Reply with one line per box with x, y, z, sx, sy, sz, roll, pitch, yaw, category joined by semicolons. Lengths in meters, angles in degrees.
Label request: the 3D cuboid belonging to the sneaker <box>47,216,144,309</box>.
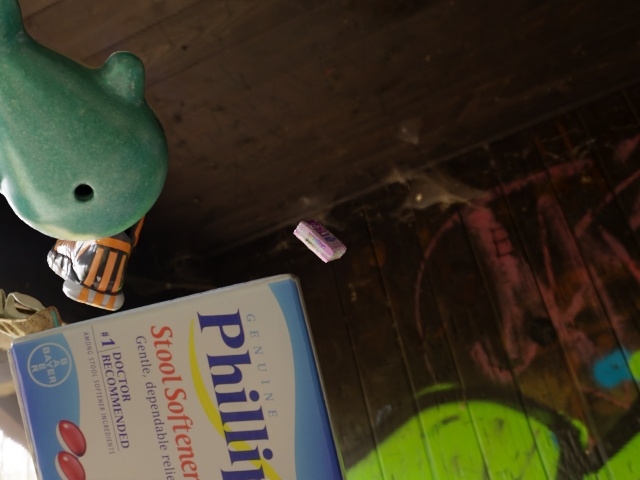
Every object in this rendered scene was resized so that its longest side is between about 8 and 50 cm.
-0.359;-0.009;1.266;0.124;0.180;0.321;19;3;-30;sneaker

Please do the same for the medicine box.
-0.134;0.192;0.797;0.289;0.263;0.149;-14;-3;0;medicine box

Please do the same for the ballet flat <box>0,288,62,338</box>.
-0.467;0.106;1.133;0.206;0.067;0.073;8;12;19;ballet flat

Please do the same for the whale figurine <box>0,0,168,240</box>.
-0.266;-0.113;0.748;0.216;0.141;0.272;-31;-54;2;whale figurine

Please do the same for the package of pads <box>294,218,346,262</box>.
0.000;0.000;1.302;0.032;0.083;0.050;-56;-20;23;package of pads
